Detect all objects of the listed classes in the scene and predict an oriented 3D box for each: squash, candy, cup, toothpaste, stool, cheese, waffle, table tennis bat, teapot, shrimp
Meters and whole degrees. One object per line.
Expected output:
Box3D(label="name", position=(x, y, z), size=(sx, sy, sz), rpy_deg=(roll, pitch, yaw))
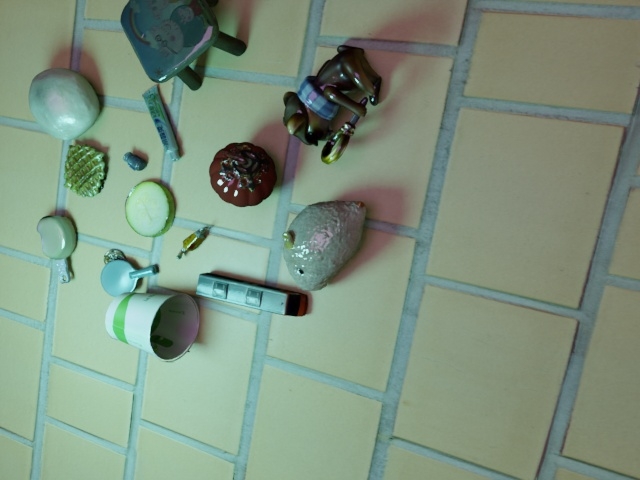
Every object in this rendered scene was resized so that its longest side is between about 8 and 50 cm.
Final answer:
Box3D(label="squash", position=(-0.657, -0.122, 1.879), size=(0.220, 0.041, 0.219), rpy_deg=(0, 91, 23))
Box3D(label="candy", position=(-0.476, 0.003, 1.814), size=(0.182, 0.053, 0.046), rpy_deg=(-43, 68, 18))
Box3D(label="cup", position=(-0.628, 0.299, 1.801), size=(0.274, 0.253, 0.252), rpy_deg=(7, 97, 26))
Box3D(label="toothpaste", position=(-0.593, -0.434, 1.825), size=(0.075, 0.048, 0.296), rpy_deg=(-25, 83, 20))
Box3D(label="candy", position=(-1.007, -0.531, 1.890), size=(0.296, 0.185, 0.295), rpy_deg=(0, 90, 16))
Box3D(label="stool", position=(-0.465, -0.707, 1.660), size=(0.311, 0.226, 0.310), rpy_deg=(-29, 84, 19))
Box3D(label="cheese", position=(-1.084, 0.037, 2.018), size=(0.163, 0.082, 0.286), rpy_deg=(-5, 94, 21))
Box3D(label="waffle", position=(-0.950, -0.280, 1.957), size=(0.208, 0.054, 0.213), rpy_deg=(16, 105, 14))
Box3D(label="table tennis bat", position=(-0.751, 0.140, 1.910), size=(0.238, 0.038, 0.148), rpy_deg=(-15, 88, 10))
Box3D(label="teapot", position=(-0.713, -0.301, 1.881), size=(0.083, 0.063, 0.049), rpy_deg=(34, 73, 17))
Box3D(label="shrimp", position=(-0.808, 0.103, 1.950), size=(0.091, 0.034, 0.161), rpy_deg=(-44, 79, 17))

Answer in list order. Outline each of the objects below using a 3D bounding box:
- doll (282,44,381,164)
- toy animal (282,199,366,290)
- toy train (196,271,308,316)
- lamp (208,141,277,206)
Box3D(label="doll", position=(0.041, -0.439, 1.534), size=(0.340, 0.209, 0.317), rpy_deg=(-40, 49, 16))
Box3D(label="toy animal", position=(0.004, -0.005, 1.571), size=(0.226, 0.188, 0.358), rpy_deg=(43, 106, 6))
Box3D(label="toy train", position=(-0.248, 0.194, 1.732), size=(0.410, 0.089, 0.086), rpy_deg=(10, 93, 19))
Box3D(label="lamp", position=(-0.258, -0.223, 1.630), size=(0.227, 0.227, 0.226), rpy_deg=(2, 95, 20))
